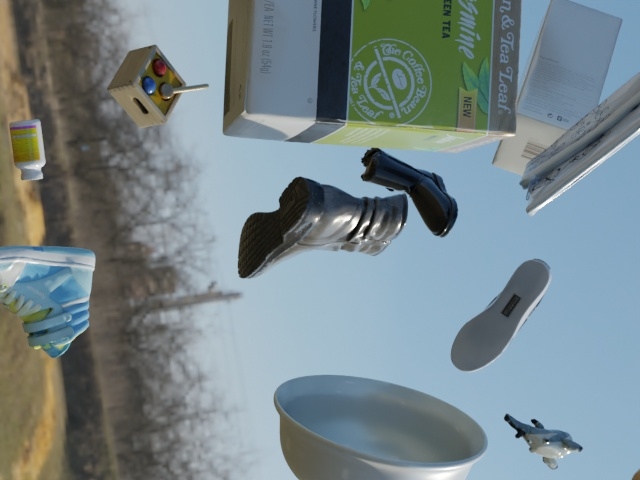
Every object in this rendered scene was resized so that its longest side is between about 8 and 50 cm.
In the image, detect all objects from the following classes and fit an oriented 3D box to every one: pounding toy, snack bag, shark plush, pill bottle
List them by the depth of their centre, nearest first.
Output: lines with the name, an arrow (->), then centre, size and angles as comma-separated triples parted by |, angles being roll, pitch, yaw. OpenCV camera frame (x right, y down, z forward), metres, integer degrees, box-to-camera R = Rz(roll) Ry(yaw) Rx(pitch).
pill bottle -> -0.412, -0.128, 1.609 | 0.043, 0.043, 0.083 | -154, -122, -75
shark plush -> 0.378, 0.342, 1.988 | 0.067, 0.161, 0.073 | -92, -154, -46
snack bag -> 0.481, -0.184, 2.008 | 0.037, 0.323, 0.342 | 49, 23, -5
pounding toy -> -0.313, -0.297, 2.217 | 0.141, 0.100, 0.130 | 52, 46, -37

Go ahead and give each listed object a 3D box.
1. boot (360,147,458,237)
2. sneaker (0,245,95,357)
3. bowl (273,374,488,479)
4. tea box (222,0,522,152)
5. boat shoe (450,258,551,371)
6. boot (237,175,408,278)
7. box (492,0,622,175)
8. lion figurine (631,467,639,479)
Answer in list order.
boot -> 0.198, -0.115, 2.653 | 0.094, 0.207, 0.246 | -60, -158, 26
sneaker -> -0.553, 0.117, 2.117 | 0.127, 0.319, 0.208 | -8, -97, 46
bowl -> 0.068, 0.296, 1.550 | 0.298, 0.298, 0.134 | -134, -125, -70
tea box -> 0.058, -0.285, 1.374 | 0.220, 0.323, 0.329 | 175, -83, -77
boat shoe -> 0.307, 0.128, 1.913 | 0.080, 0.228, 0.076 | 36, 4, 21
boot -> 0.000, 0.000, 2.046 | 0.338, 0.222, 0.118 | -32, -126, 57
box -> 0.523, -0.329, 2.526 | 0.215, 0.168, 0.345 | 101, 10, -61
lion figurine -> 0.699, 0.466, 2.275 | 0.392, 0.142, 0.240 | -37, 105, -55
